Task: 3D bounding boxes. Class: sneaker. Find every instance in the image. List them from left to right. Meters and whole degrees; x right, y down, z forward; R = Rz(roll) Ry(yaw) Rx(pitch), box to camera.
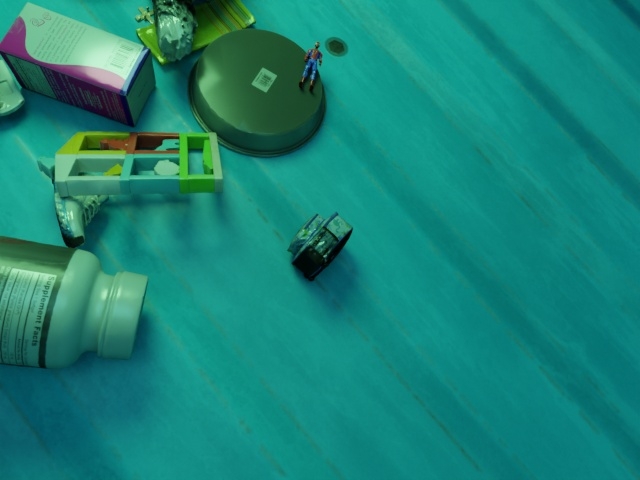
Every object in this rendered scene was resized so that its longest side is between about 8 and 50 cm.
[{"bbox_3d":[-0.391,-0.062,0.751,0.082,0.072,0.191,-8,43,-28],"label":"sneaker"}]

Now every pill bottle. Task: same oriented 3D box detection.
[{"bbox_3d":[-0.426,0.088,0.654,0.318,0.176,0.177,13,69,-19],"label":"pill bottle"}]

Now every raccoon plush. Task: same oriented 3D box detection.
[{"bbox_3d":[-0.207,-0.558,0.949,0.298,0.216,0.447,-6,87,-25],"label":"raccoon plush"}]

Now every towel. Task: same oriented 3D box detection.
[{"bbox_3d":[-0.259,-0.453,0.963,0.237,0.021,0.102,-35,76,-21],"label":"towel"}]

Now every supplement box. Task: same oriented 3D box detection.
[{"bbox_3d":[-0.432,-0.315,0.831,0.219,0.114,0.111,20,69,-8],"label":"supplement box"}]

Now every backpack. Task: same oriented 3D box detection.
[{"bbox_3d":[0.000,0.000,0.835,0.084,0.105,0.114,43,63,2],"label":"backpack"}]

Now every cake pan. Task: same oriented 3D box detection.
[{"bbox_3d":[-0.123,-0.315,0.938,0.292,0.054,0.294,4,71,-13],"label":"cake pan"}]

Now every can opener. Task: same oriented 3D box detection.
[{"bbox_3d":[-0.619,-0.338,0.811,0.074,0.093,0.281,-29,76,-20],"label":"can opener"}]

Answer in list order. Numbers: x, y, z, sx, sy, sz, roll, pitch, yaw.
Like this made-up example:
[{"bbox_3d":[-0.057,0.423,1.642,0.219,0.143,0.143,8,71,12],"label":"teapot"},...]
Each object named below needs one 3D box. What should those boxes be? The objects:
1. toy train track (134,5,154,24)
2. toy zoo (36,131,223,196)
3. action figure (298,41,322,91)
[{"bbox_3d":[-0.352,-0.486,0.961,0.083,0.014,0.048,-39,84,-22],"label":"toy train track"},{"bbox_3d":[-0.322,-0.137,0.785,0.292,0.030,0.192,-3,36,-15],"label":"toy zoo"},{"bbox_3d":[-0.017,-0.363,0.937,0.038,0.030,0.115,13,67,-4],"label":"action figure"}]
